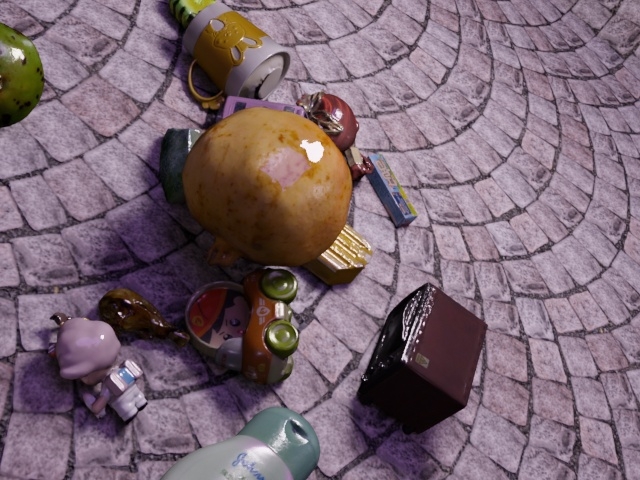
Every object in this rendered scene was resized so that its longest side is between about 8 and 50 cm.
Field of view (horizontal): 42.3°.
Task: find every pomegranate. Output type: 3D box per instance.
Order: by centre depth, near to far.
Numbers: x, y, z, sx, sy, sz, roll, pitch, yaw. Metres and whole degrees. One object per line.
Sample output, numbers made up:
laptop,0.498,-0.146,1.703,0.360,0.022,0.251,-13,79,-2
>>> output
pomegranate,-0.649,-0.329,1.608,0.210,0.211,0.263,8,20,-28
pomegranate,-0.109,-0.083,1.614,0.342,0.342,0.343,17,50,-21

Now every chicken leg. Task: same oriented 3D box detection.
chicken leg,-0.328,0.154,1.530,0.178,0.070,0.093,29,64,-18

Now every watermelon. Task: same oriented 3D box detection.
watermelon,-0.218,-0.171,1.819,0.256,0.139,0.193,7,62,-38

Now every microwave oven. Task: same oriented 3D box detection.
microwave oven,0.207,0.241,1.722,0.188,0.178,0.247,33,46,-7

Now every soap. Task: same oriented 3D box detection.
soap,0.000,0.000,1.844,0.232,0.073,0.140,38,47,-3

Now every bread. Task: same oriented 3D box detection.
bread,-0.316,-0.581,2.079,0.130,0.071,0.139,-15,65,-42

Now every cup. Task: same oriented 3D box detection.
cup,-0.222,-0.425,1.971,0.241,0.185,0.226,-42,78,-13

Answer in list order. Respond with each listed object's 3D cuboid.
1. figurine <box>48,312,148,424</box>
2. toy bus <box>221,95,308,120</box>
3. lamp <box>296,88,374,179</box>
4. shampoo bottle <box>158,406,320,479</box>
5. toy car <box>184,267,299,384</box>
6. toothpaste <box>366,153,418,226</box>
figurine,-0.384,0.211,1.421,0.229,0.112,0.137,52,41,-3
toy bus,-0.126,-0.267,1.900,0.198,0.108,0.096,9,65,3
lamp,0.034,-0.264,2.011,0.223,0.151,0.215,8,58,-30
shampoo bottle,-0.132,0.420,1.391,0.222,0.151,0.349,44,45,6
toy car,-0.155,0.165,1.598,0.235,0.145,0.235,4,55,-6
toothpaste,0.180,-0.128,2.075,0.070,0.044,0.193,-12,65,-38
